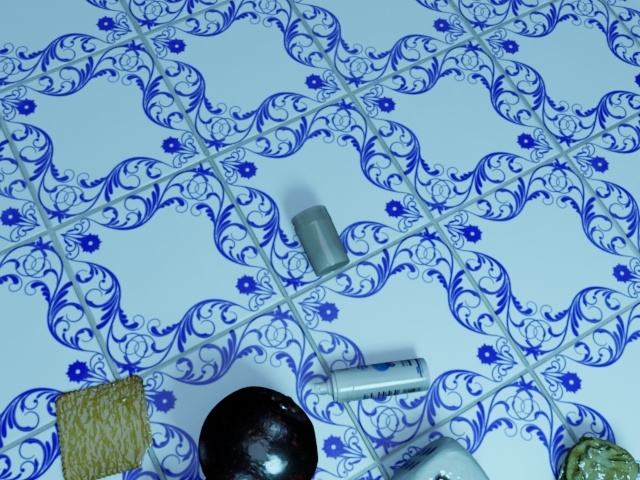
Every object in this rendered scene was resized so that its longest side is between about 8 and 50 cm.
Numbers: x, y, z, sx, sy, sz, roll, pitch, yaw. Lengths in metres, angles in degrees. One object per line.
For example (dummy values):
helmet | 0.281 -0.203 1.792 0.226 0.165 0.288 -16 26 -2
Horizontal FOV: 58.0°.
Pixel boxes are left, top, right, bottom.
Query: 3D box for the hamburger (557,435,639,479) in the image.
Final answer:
hamburger | 0.716 0.614 1.498 0.183 0.130 0.206 19 90 4

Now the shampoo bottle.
shampoo bottle | 0.134 0.375 1.540 0.304 0.092 0.092 -6 72 -5

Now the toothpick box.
toothpick box | 0.000 0.000 1.645 0.111 0.111 0.180 -22 76 -11

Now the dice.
dice | 0.300 0.612 1.419 0.194 0.193 0.191 -33 78 -12

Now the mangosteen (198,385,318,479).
mangosteen | -0.162 0.503 1.387 0.313 0.297 0.296 -39 75 24

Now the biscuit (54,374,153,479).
biscuit | -0.558 0.487 1.493 0.232 0.013 0.236 -13 74 -8
